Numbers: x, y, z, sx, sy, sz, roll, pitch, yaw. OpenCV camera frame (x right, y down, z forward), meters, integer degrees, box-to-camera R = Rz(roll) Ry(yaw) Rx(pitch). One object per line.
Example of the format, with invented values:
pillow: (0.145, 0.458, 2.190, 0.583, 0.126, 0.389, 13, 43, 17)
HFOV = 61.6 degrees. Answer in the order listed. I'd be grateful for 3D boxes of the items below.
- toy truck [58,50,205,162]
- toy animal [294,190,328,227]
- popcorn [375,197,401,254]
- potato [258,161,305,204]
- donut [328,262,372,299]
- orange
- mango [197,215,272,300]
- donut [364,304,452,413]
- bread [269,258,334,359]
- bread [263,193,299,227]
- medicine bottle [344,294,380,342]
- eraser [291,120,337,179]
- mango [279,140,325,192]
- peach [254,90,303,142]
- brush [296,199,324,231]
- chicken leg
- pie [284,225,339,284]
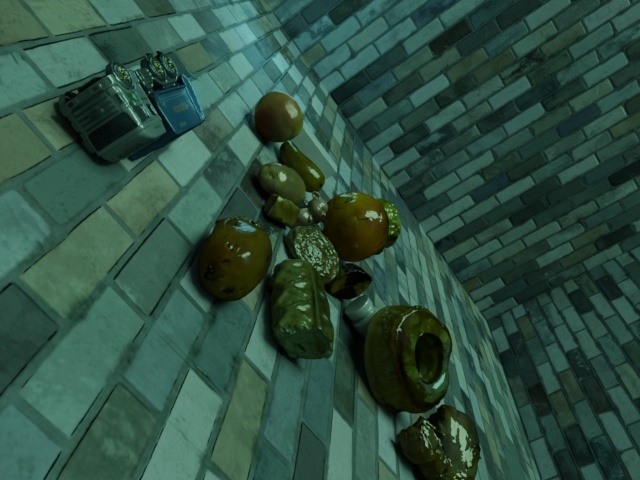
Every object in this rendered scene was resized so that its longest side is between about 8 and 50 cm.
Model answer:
toy truck: (-0.369, -0.277, 1.116, 0.175, 0.146, 0.367, 58, 18, -14)
toy animal: (-0.036, -0.087, 1.684, 0.089, 0.150, 0.083, 53, -23, 4)
popcorn: (0.221, -0.051, 2.195, 0.251, 0.205, 0.237, -79, 150, -48)
potato: (-0.119, -0.173, 1.643, 0.178, 0.109, 0.118, 29, 69, -49)
donut: (0.089, 0.126, 1.675, 0.140, 0.140, 0.059, 38, 18, -46)
orange: (0.115, -0.051, 1.853, 0.246, 0.246, 0.246, 49, 21, -26)
mango: (-0.177, 0.033, 1.153, 0.249, 0.151, 0.156, -79, 165, -71)
donut: (0.275, 0.344, 1.583, 0.330, 0.160, 0.330, 9, 77, -46)
bread: (-0.049, 0.153, 1.286, 0.152, 0.130, 0.268, 40, 24, -33)
bread: (-0.111, -0.088, 1.585, 0.053, 0.074, 0.132, 26, -3, 32)
medicine bottle: (0.163, 0.269, 1.679, 0.187, 0.102, 0.103, 53, 19, -15)
eraser: (-0.047, -0.387, 2.207, 0.298, 0.078, 0.076, 50, 20, -23)
mango: (-0.073, -0.265, 1.927, 0.227, 0.099, 0.136, 54, 22, 14)
peach: (-0.148, -0.432, 1.882, 0.184, 0.184, 0.184, 49, 21, -26)
brush: (0.000, 0.000, 1.753, 0.327, 0.065, 0.070, 61, 16, 4)
chicken leg: (0.321, 0.634, 1.489, 0.295, 0.182, 0.409, 38, 42, -26)
pie: (-0.028, 0.043, 1.592, 0.193, 0.079, 0.163, 54, 33, -3)
